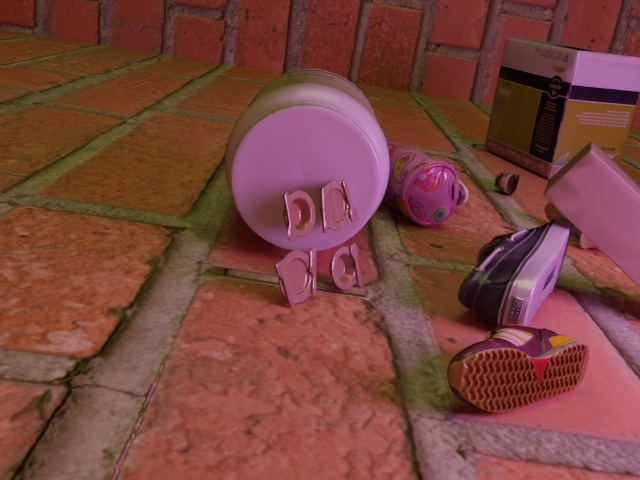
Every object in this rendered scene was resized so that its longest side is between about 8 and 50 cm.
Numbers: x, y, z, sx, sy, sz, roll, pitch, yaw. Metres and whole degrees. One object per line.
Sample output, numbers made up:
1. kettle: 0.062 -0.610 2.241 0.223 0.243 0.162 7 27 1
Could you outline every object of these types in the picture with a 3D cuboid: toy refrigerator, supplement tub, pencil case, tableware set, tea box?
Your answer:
1. toy refrigerator: 0.431 -0.004 0.954 0.269 0.094 0.102 44 26 4
2. supplement tub: -0.018 -0.129 1.068 0.235 0.235 0.325 8 19 -2
3. pencil case: 0.143 -0.122 1.298 0.124 0.124 0.284 1 19 -22
4. tableware set: 0.000 0.000 0.862 0.020 0.141 0.169 -1 8 39
5. tea box: 0.637 -0.354 1.875 0.220 0.323 0.329 1 21 -19

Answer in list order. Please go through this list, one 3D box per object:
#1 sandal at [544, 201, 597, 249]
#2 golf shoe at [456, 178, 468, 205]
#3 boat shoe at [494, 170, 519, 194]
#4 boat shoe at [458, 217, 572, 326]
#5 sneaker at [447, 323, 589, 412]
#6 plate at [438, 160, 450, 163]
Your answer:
1. sandal: 0.479 -0.013 1.244 0.079 0.088 0.240 -34 29 -18
2. golf shoe: 0.245 -0.115 1.405 0.086 0.067 0.186 0 20 -28
3. boat shoe: 0.408 -0.129 1.554 0.045 0.050 0.135 13 9 21
4. boat shoe: 0.266 0.032 0.950 0.102 0.108 0.301 19 29 24
5. sneaker: 0.183 0.123 0.707 0.185 0.069 0.084 3 10 -34
6. plate: 0.190 -0.166 1.544 0.188 0.024 0.188 3 5 0
